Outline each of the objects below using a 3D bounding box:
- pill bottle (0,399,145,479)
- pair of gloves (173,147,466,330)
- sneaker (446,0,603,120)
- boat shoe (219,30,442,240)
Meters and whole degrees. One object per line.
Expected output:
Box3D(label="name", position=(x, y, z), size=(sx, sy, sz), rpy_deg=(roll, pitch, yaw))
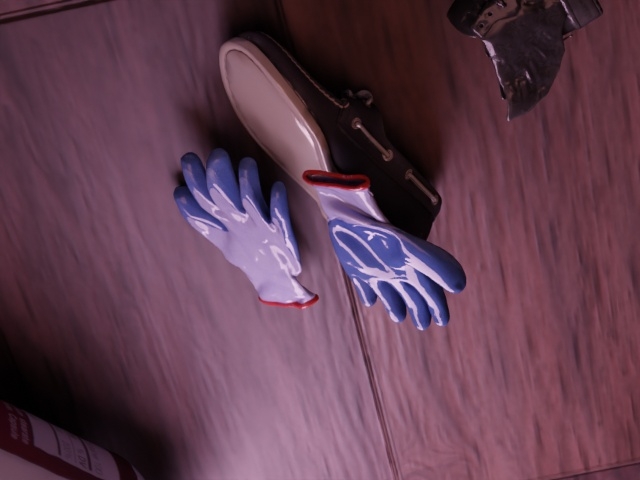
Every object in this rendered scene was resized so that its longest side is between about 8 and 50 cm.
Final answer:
Box3D(label="pill bottle", position=(-0.256, 0.219, 1.314), size=(0.392, 0.224, 0.224), rpy_deg=(30, 119, -25))
Box3D(label="pair of gloves", position=(0.000, 0.000, 1.241), size=(0.198, 0.023, 0.159), rpy_deg=(6, 145, 32))
Box3D(label="sneaker", position=(0.113, -0.158, 1.163), size=(0.089, 0.051, 0.170), rpy_deg=(-31, 128, 12))
Box3D(label="boat shoe", position=(0.010, -0.068, 1.232), size=(0.065, 0.075, 0.206), rpy_deg=(-51, 120, -21))
